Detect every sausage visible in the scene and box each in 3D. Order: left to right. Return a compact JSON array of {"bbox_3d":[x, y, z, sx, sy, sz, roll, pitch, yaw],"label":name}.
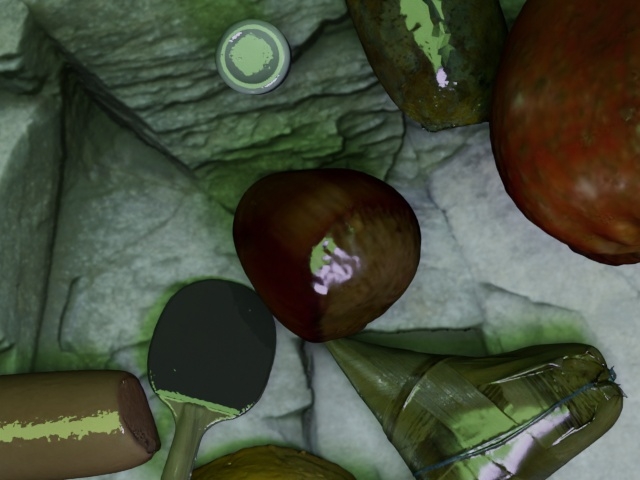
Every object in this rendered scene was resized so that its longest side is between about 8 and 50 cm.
[{"bbox_3d":[-0.309,0.204,1.882,0.253,0.123,0.123,-6,94,0],"label":"sausage"}]

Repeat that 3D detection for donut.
[{"bbox_3d":[-0.061,0.362,1.895,0.278,0.108,0.277,0,93,0],"label":"donut"}]

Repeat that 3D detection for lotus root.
[{"bbox_3d":[0.112,-0.246,1.830,0.160,0.152,0.274,-23,95,-7],"label":"lotus root"}]

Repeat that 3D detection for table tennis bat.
[{"bbox_3d":[-0.131,0.162,1.895,0.138,0.022,0.246,15,78,0],"label":"table tennis bat"}]

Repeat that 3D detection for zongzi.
[{"bbox_3d":[0.173,0.145,1.881,0.251,0.125,0.274,-36,79,-2],"label":"zongzi"}]

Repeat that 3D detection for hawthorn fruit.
[{"bbox_3d":[0.381,-0.155,1.739,0.403,0.403,0.402,0,94,1],"label":"hawthorn fruit"}]

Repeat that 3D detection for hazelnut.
[{"bbox_3d":[0.000,0.000,1.837,0.208,0.208,0.208,0,94,1],"label":"hazelnut"}]

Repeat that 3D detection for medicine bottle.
[{"bbox_3d":[-0.070,-0.197,1.845,0.080,0.130,0.080,0,95,1],"label":"medicine bottle"}]
